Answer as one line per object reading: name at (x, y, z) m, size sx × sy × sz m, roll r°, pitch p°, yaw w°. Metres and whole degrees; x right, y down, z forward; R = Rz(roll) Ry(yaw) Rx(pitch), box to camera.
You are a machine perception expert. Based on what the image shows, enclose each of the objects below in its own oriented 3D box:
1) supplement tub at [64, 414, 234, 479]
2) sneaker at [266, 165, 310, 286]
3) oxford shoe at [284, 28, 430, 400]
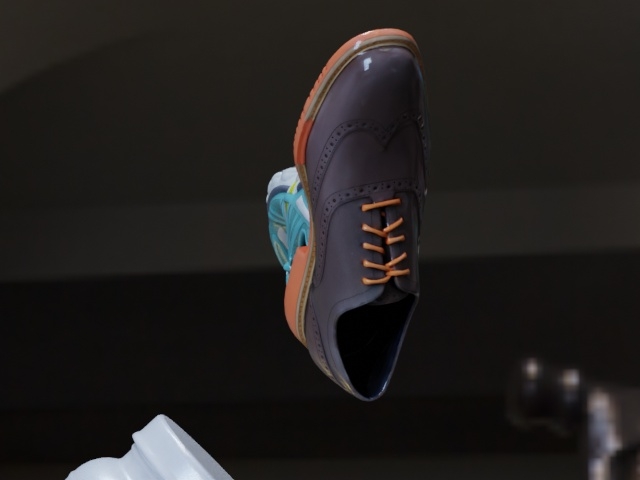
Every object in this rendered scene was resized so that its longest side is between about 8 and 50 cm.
supplement tub at (-0.148, 0.268, 1.263) m, size 0.191 × 0.272 × 0.191 m, roll 46°, pitch 176°, yaw 4°
sneaker at (0.000, 0.000, 1.508) m, size 0.275 × 0.107 × 0.110 m, roll 123°, pitch 168°, yaw -76°
oxford shoe at (0.039, -0.013, 1.275) m, size 0.098 × 0.097 × 0.271 m, roll -122°, pitch 28°, yaw -46°
